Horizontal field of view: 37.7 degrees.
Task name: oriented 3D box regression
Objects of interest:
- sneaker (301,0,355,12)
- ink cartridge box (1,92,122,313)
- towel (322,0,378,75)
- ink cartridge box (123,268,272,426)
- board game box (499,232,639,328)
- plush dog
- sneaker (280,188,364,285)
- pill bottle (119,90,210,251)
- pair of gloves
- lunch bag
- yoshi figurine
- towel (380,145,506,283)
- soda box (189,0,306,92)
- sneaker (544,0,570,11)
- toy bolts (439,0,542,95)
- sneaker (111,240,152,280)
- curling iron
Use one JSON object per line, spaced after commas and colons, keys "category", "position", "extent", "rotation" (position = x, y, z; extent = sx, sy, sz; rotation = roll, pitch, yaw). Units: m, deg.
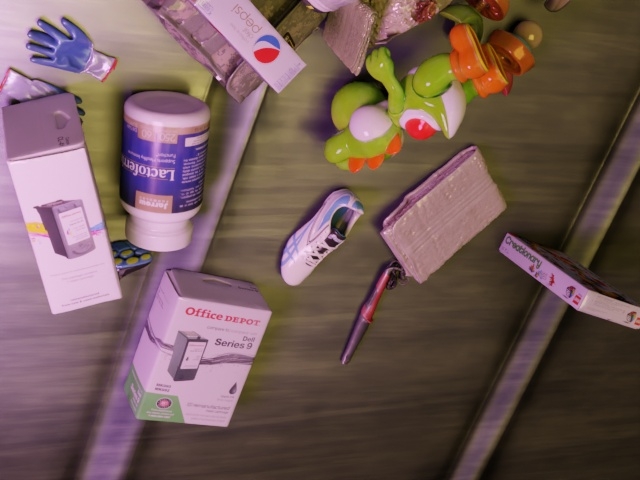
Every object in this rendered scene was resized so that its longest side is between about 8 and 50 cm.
{"category": "sneaker", "position": [0.057, -0.569, 1.541], "extent": [0.145, 0.147, 0.385], "rotation": [5, 87, -51]}
{"category": "ink cartridge box", "position": [-0.442, -0.065, 1.602], "extent": [0.131, 0.226, 0.306], "rotation": [-15, 125, -12]}
{"category": "towel", "position": [0.051, -0.374, 1.648], "extent": [0.027, 0.110, 0.148], "rotation": [-26, 153, -27]}
{"category": "ink cartridge box", "position": [-0.253, 0.223, 1.915], "extent": [0.211, 0.121, 0.289], "rotation": [11, 111, -29]}
{"category": "board game box", "position": [0.557, 0.087, 2.084], "extent": [0.193, 0.305, 0.053], "rotation": [18, 105, -31]}
{"category": "plush dog", "position": [0.118, -0.486, 1.673], "extent": [0.262, 0.210, 0.225], "rotation": [-30, 101, -6]}
{"category": "sneaker", "position": [0.000, 0.000, 1.929], "extent": [0.085, 0.086, 0.237], "rotation": [29, 104, -34]}
{"category": "pill bottle", "position": [-0.285, -0.124, 1.695], "extent": [0.153, 0.153, 0.265], "rotation": [-3, 117, -22]}
{"category": "pair of gloves", "position": [-0.456, -0.279, 1.616], "extent": [0.159, 0.023, 0.198], "rotation": [27, 103, -32]}
{"category": "lunch bag", "position": [-0.136, -0.396, 1.610], "extent": [0.235, 0.169, 0.287], "rotation": [-46, 132, 1]}
{"category": "yoshi figurine", "position": [0.150, -0.276, 1.748], "extent": [0.362, 0.203, 0.203], "rotation": [-30, 105, 24]}
{"category": "towel", "position": [0.268, -0.053, 2.030], "extent": [0.282, 0.049, 0.187], "rotation": [-40, 126, -7]}
{"category": "soda box", "position": [-0.121, -0.337, 1.498], "extent": [0.069, 0.074, 0.216], "rotation": [-45, 128, 1]}
{"category": "sneaker", "position": [0.447, -0.644, 1.775], "extent": [0.182, 0.158, 0.410], "rotation": [9, 119, 7]}
{"category": "toy bolts", "position": [0.375, -0.402, 1.821], "extent": [0.158, 0.218, 0.228], "rotation": [-48, 143, -6]}
{"category": "sneaker", "position": [-0.414, 0.062, 1.803], "extent": [0.188, 0.067, 0.078], "rotation": [-26, 145, -11]}
{"category": "curling iron", "position": [0.117, 0.167, 2.099], "extent": [0.068, 0.035, 0.274], "rotation": [19, 107, -30]}
